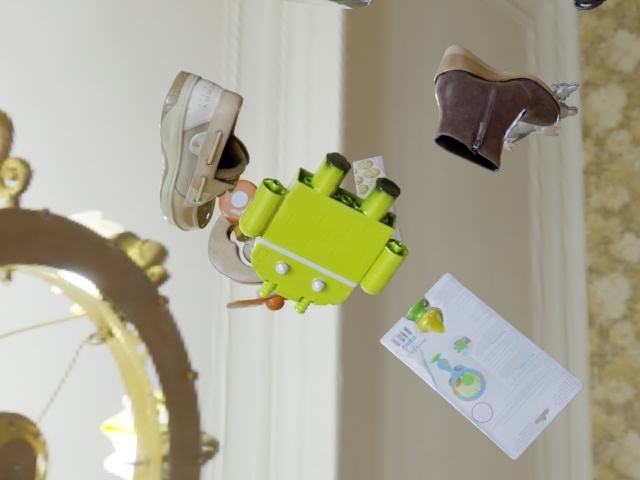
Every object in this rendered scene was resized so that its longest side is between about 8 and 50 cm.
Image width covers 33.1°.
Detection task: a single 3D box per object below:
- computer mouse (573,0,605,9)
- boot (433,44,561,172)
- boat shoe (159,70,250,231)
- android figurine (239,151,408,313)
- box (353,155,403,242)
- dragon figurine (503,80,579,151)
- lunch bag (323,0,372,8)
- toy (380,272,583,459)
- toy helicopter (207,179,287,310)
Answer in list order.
[{"bbox_3d":[0.341,-0.406,1.479,0.184,0.262,0.060,-32,-33,-11],"label":"computer mouse"},{"bbox_3d":[0.284,-0.187,1.734,0.248,0.090,0.207,24,-127,-22],"label":"boot"},{"bbox_3d":[-0.165,-0.106,1.561,0.341,0.110,0.122,99,-172,-62],"label":"boat shoe"},{"bbox_3d":[0.000,0.000,1.615,0.248,0.273,0.056,27,-148,-13],"label":"android figurine"},{"bbox_3d":[0.105,-0.077,2.022,0.324,0.067,0.063,-90,-15,-67],"label":"box"},{"bbox_3d":[0.376,-0.229,2.083,0.144,0.289,0.085,-87,-23,-78],"label":"dragon figurine"},{"bbox_3d":[-0.064,-0.503,1.648,0.212,0.305,0.256,-7,-73,-60],"label":"lunch bag"},{"bbox_3d":[0.211,0.168,1.430,0.137,0.237,0.056,-44,-20,-13],"label":"toy"},{"bbox_3d":[-0.038,0.033,1.996,0.140,0.355,0.235,65,-146,-71],"label":"toy helicopter"}]
